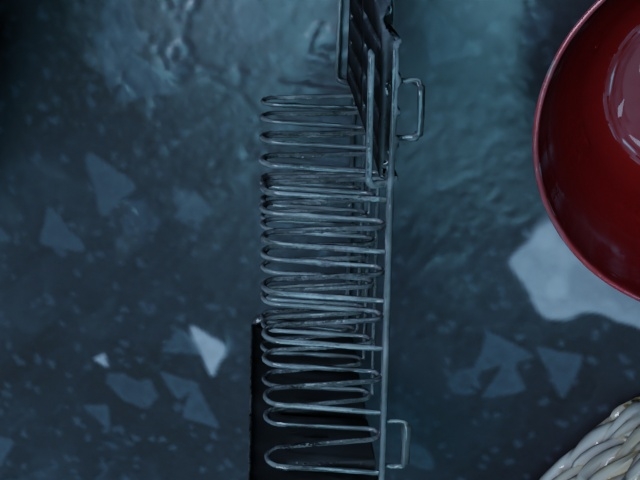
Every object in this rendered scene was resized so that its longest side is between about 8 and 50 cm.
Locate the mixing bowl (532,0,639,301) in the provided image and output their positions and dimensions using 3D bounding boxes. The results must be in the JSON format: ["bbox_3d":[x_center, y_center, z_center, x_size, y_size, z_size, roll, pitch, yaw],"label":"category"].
[{"bbox_3d":[0.195,-0.063,0.514,0.181,0.098,0.181,3,111,8],"label":"mixing bowl"}]

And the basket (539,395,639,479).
[{"bbox_3d":[0.199,0.319,0.574,0.328,0.266,0.331,37,113,-7],"label":"basket"}]

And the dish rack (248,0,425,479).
[{"bbox_3d":[0.000,0.000,0.515,0.074,0.208,0.271,0,111,-5],"label":"dish rack"}]
